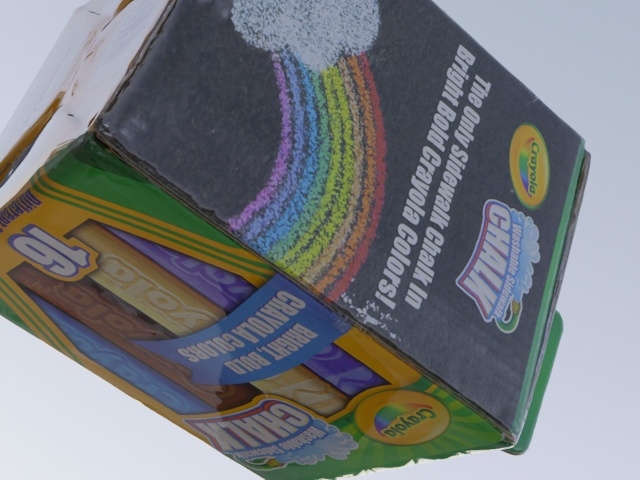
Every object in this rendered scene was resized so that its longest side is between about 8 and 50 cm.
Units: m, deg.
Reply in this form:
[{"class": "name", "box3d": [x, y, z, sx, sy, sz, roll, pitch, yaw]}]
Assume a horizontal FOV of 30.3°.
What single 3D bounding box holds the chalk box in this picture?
[{"class": "chalk box", "box3d": [0.000, 0.000, 0.574, 0.289, 0.180, 0.179, 38, -36, -23]}]
